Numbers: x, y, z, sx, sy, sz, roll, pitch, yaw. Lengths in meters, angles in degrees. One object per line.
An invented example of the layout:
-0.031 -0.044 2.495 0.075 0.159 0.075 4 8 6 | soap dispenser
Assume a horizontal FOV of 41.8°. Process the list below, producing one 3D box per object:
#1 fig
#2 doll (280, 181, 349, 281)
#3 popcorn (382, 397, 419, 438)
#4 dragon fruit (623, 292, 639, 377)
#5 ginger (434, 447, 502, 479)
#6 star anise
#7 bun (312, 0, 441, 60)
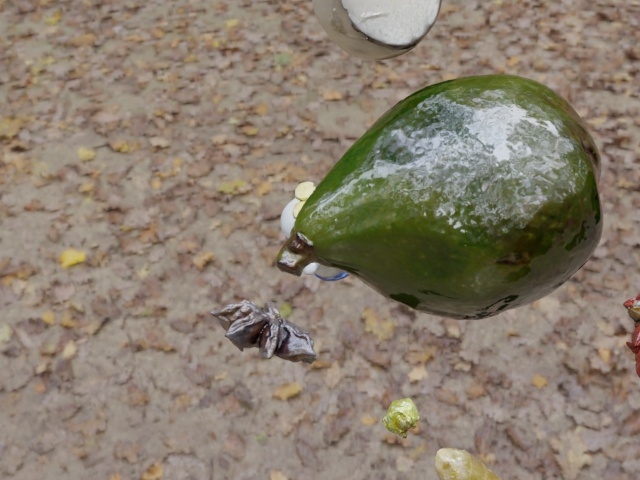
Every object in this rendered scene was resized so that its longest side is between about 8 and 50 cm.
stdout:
0.085 -0.029 0.624 0.245 0.195 0.195 -6 39 -18 | fig
0.000 0.000 0.825 0.058 0.143 0.098 -2 56 16 | doll
0.146 0.311 1.488 0.060 0.068 0.083 31 5 4 | popcorn
0.656 0.169 1.602 0.123 0.092 0.192 -1 52 -7 | dragon fruit
0.417 0.572 1.690 0.348 0.122 0.363 24 7 -30 | ginger
-0.095 0.158 1.492 0.209 0.089 0.231 27 6 -29 | star anise
0.063 -0.316 1.075 0.173 0.172 0.120 -26 13 -25 | bun
